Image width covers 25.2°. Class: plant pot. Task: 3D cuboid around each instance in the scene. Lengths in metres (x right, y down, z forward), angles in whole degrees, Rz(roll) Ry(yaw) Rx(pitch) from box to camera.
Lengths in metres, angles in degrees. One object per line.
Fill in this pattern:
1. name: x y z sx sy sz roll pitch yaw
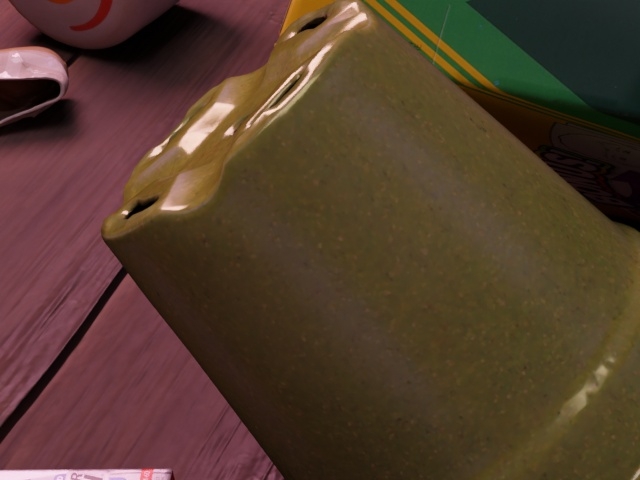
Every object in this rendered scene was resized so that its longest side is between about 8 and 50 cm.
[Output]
1. plant pot: 0.032 0.023 0.760 0.276 0.254 0.276 -39 17 14

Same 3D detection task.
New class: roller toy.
1. roller toy: -0.207 -0.288 1.339 0.191 0.209 0.146 43 49 1

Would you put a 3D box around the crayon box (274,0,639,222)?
1. crayon box: 0.187 -0.089 0.932 0.313 0.363 0.106 13 85 23

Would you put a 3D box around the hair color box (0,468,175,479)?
1. hair color box: -0.170 0.182 0.831 0.167 0.053 0.093 -2 38 4

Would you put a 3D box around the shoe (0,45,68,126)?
1. shoe: -0.324 -0.125 1.228 0.219 0.076 0.058 -11 33 -12
